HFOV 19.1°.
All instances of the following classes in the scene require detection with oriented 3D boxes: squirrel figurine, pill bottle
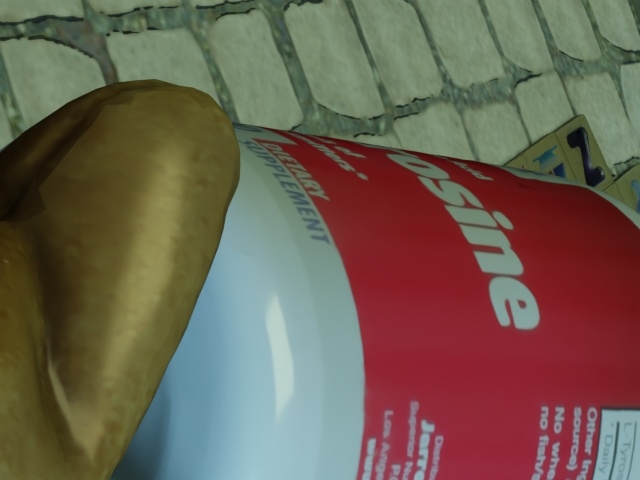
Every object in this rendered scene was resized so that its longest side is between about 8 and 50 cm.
[{"bbox_3d":[-0.262,0.013,0.446,0.370,0.281,0.397,54,47,-46],"label":"squirrel figurine"},{"bbox_3d":[0.037,0.073,0.870,0.407,0.229,0.229,6,68,-47],"label":"pill bottle"}]

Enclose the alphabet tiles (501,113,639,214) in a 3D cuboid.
[{"bbox_3d":[0.220,0.087,1.342,0.285,0.011,0.343,-33,100,-56],"label":"alphabet tiles"}]
